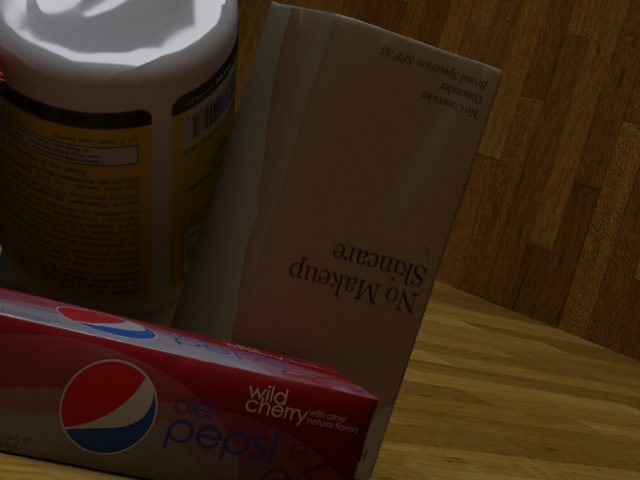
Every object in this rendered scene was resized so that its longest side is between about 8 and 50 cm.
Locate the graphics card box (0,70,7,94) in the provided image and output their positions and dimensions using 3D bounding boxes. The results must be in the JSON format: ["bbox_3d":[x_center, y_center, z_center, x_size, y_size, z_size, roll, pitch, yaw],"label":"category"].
[{"bbox_3d":[-0.384,-0.136,1.152,0.094,0.232,0.371,11,31,-45],"label":"graphics card box"}]

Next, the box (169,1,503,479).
[{"bbox_3d":[0.000,0.000,1.139,0.148,0.311,0.121,14,6,-27],"label":"box"}]

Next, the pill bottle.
[{"bbox_3d":[-0.161,-0.065,1.215,0.188,0.334,0.187,3,49,-3],"label":"pill bottle"}]

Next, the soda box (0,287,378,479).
[{"bbox_3d":[-0.104,0.100,1.000,0.263,0.083,0.092,14,5,-22],"label":"soda box"}]

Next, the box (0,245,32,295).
[{"bbox_3d":[-0.480,-0.056,1.440,0.318,0.097,0.395,20,6,42],"label":"box"}]
